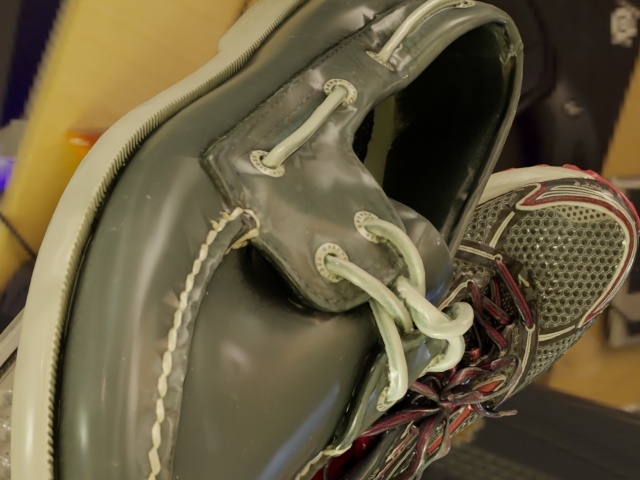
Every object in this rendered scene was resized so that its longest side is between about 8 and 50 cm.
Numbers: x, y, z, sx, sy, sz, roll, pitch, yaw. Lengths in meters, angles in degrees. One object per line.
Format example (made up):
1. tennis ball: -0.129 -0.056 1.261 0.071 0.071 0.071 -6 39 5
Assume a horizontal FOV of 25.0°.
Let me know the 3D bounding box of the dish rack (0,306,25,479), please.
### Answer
1. dish rack: -0.235 0.192 1.353 0.333 0.072 0.285 -53 126 -24

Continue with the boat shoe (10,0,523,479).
1. boat shoe: 0.000 0.000 0.455 0.319 0.099 0.116 -65 149 -55

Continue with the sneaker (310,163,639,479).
1. sneaker: 0.051 0.070 0.755 0.299 0.112 0.121 -35 105 -10
